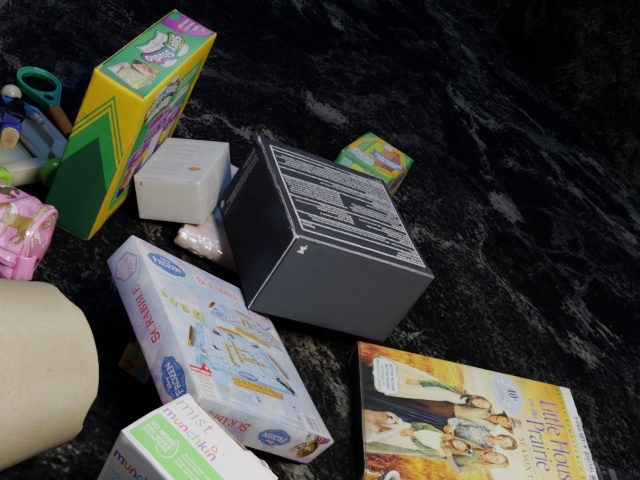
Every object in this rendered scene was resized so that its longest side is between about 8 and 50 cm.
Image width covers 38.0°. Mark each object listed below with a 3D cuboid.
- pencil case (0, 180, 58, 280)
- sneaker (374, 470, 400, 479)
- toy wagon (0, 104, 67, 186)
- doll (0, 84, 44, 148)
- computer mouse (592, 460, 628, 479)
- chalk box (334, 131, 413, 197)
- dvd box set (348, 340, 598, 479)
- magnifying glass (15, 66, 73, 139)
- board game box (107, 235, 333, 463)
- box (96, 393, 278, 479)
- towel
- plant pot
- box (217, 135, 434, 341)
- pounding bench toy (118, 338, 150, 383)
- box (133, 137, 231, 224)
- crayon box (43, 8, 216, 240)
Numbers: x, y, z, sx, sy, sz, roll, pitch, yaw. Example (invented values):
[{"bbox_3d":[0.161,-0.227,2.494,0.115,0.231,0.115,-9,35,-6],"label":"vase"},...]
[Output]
[{"bbox_3d":[-0.594,-0.060,1.419,0.386,0.160,0.167,26,54,-7],"label":"pencil case"},{"bbox_3d":[0.130,0.450,1.345,0.090,0.095,0.235,1,43,-41],"label":"sneaker"},{"bbox_3d":[-0.624,-0.178,1.646,0.267,0.068,0.344,44,35,22],"label":"toy wagon"},{"bbox_3d":[-0.557,-0.223,1.653,0.129,0.046,0.189,7,31,-17],"label":"doll"},{"bbox_3d":[0.422,0.411,1.677,0.261,0.060,0.184,9,36,-18],"label":"computer mouse"},{"bbox_3d":[0.095,-0.137,2.108,0.132,0.132,0.213,35,32,9],"label":"chalk box"},{"bbox_3d":[0.258,0.335,1.586,0.420,0.062,0.308,14,35,-9],"label":"dvd box set"},{"bbox_3d":[-0.551,-0.283,1.893,0.092,0.026,0.231,-3,45,-42],"label":"magnifying glass"},{"bbox_3d":[-0.152,0.171,1.423,0.318,0.066,0.318,33,20,-48],"label":"board game box"},{"bbox_3d":[-0.147,0.362,1.114,0.262,0.231,0.126,42,33,18],"label":"box"},{"bbox_3d":[-0.106,-0.016,1.851,0.331,0.053,0.317,24,31,-10],"label":"towel"},{"bbox_3d":[-0.450,0.165,1.106,0.334,0.334,0.305,45,24,23],"label":"plant pot"},{"bbox_3d":[0.000,0.000,1.676,0.296,0.183,0.294,17,31,-30],"label":"box"},{"bbox_3d":[-0.266,0.166,1.433,0.052,0.083,0.065,32,31,3],"label":"pounding bench toy"},{"bbox_3d":[-0.256,-0.114,1.751,0.130,0.091,0.170,7,33,13],"label":"box"},{"bbox_3d":[-0.344,-0.220,1.696,0.106,0.313,0.363,28,31,-2],"label":"crayon box"}]
